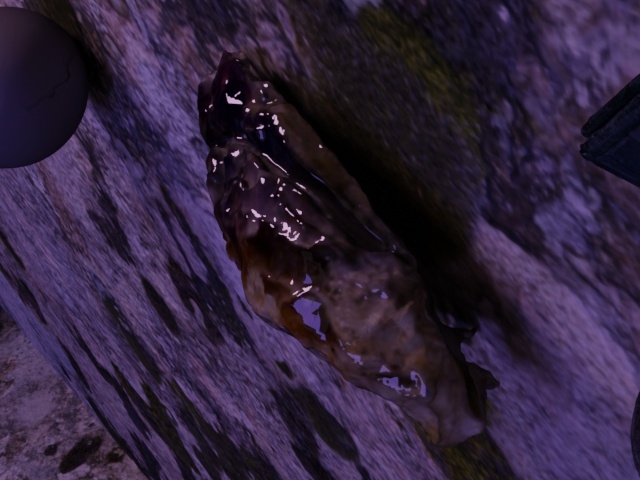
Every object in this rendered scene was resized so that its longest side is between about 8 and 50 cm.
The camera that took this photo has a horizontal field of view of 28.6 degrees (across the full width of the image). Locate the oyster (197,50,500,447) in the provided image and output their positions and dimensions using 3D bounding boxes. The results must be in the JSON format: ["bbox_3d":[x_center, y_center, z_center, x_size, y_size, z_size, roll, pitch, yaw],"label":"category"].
[{"bbox_3d":[-0.009,0.006,0.800,0.275,0.100,0.271,52,176,-2],"label":"oyster"}]

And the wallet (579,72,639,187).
[{"bbox_3d":[0.147,-0.033,0.419,0.088,0.026,0.129,31,159,-3],"label":"wallet"}]

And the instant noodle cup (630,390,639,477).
[{"bbox_3d":[0.194,0.098,0.443,0.136,0.127,0.127,55,163,-27],"label":"instant noodle cup"}]

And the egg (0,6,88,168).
[{"bbox_3d":[-0.287,-0.140,1.151,0.198,0.146,0.146,-3,119,61],"label":"egg"}]
